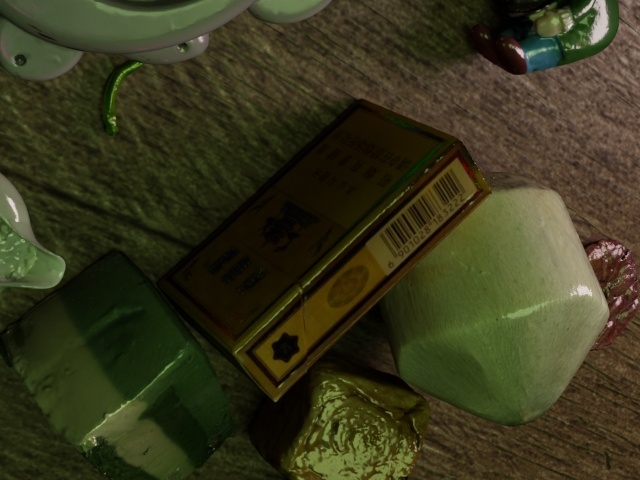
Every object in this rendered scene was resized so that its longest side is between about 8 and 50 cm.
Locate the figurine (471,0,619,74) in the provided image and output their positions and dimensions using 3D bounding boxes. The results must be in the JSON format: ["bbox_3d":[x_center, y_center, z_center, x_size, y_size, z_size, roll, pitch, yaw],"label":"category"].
[{"bbox_3d":[0.245,-0.309,1.288,0.185,0.127,0.234,-18,126,-15],"label":"figurine"}]

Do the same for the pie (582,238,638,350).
[{"bbox_3d":[0.351,0.072,1.530,0.154,0.036,0.154,-10,111,-27],"label":"pie"}]

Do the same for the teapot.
[{"bbox_3d":[-0.344,-0.009,1.064,0.226,0.092,0.145,13,98,-32],"label":"teapot"}]

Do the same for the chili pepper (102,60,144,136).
[{"bbox_3d":[-0.193,-0.141,1.148,0.030,0.017,0.083,10,105,-33],"label":"chili pepper"}]

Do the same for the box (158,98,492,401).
[{"bbox_3d":[0.000,0.000,1.204,0.301,0.193,0.084,-43,122,-10],"label":"box"}]

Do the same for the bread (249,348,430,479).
[{"bbox_3d":[0.020,0.206,1.307,0.158,0.143,0.149,22,91,-23],"label":"bread"}]

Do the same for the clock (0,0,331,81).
[{"bbox_3d":[-0.159,-0.296,1.021,0.322,0.113,0.295,-20,114,-3],"label":"clock"}]

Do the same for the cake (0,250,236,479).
[{"bbox_3d":[-0.166,0.180,1.192,0.158,0.172,0.283,-37,124,-11],"label":"cake"}]

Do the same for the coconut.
[{"bbox_3d":[0.182,0.069,1.285,0.237,0.237,0.266,-11,70,-27],"label":"coconut"}]
